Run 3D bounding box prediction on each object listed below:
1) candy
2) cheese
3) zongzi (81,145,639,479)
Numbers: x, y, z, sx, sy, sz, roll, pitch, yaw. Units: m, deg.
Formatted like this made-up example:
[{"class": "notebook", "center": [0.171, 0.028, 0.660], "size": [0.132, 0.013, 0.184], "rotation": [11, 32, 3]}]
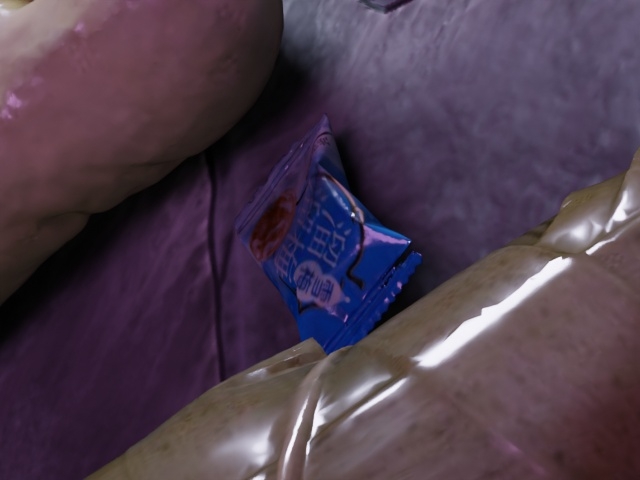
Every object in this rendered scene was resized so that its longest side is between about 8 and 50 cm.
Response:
[{"class": "candy", "center": [0.000, 0.000, 0.701], "size": [0.088, 0.038, 0.136], "rotation": [-56, 39, 24]}, {"class": "cheese", "center": [-0.193, -0.056, 0.814], "size": [0.351, 0.130, 0.328], "rotation": [17, 81, 44]}, {"class": "zongzi", "center": [0.116, 0.207, 0.397], "size": [0.467, 0.218, 0.499], "rotation": [-36, 54, 21]}]
